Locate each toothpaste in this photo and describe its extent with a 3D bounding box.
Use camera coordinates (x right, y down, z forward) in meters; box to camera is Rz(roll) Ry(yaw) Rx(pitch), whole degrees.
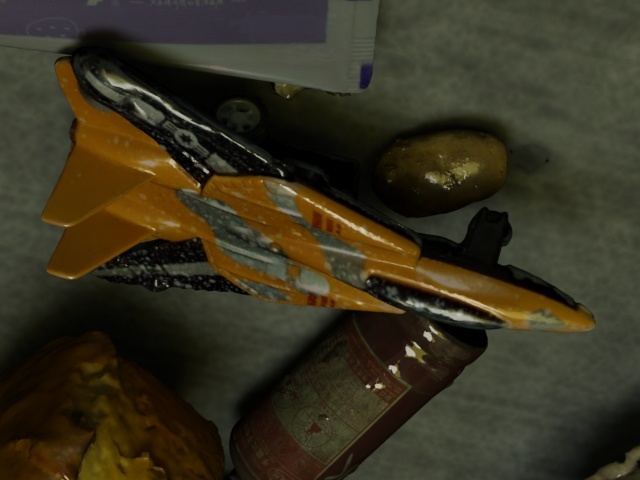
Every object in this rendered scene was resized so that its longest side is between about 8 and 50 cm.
[{"bbox_3d":[-0.152,-0.145,0.972,0.371,0.080,0.125,6,127,2],"label":"toothpaste"}]

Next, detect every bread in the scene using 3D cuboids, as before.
[{"bbox_3d":[-0.167,0.175,1.067,0.146,0.268,0.268,31,114,-18],"label":"bread"}]

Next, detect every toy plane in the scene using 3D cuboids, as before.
[{"bbox_3d":[0.003,-0.010,1.018,0.316,0.103,0.204,10,143,3],"label":"toy plane"}]

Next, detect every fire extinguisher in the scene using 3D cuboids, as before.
[{"bbox_3d":[-0.016,0.117,1.117,0.252,0.075,0.106,-44,150,20],"label":"fire extinguisher"}]

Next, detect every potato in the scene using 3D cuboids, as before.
[{"bbox_3d":[0.071,-0.040,1.064,0.083,0.040,0.051,-12,127,9],"label":"potato"}]

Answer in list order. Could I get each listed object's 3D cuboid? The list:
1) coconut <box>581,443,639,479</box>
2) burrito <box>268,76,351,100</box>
[{"bbox_3d":[0.300,0.286,1.078,0.346,0.346,0.360,-28,109,14],"label":"coconut"},{"bbox_3d":[-0.029,-0.154,1.004,0.051,0.042,0.171,-16,120,13],"label":"burrito"}]
